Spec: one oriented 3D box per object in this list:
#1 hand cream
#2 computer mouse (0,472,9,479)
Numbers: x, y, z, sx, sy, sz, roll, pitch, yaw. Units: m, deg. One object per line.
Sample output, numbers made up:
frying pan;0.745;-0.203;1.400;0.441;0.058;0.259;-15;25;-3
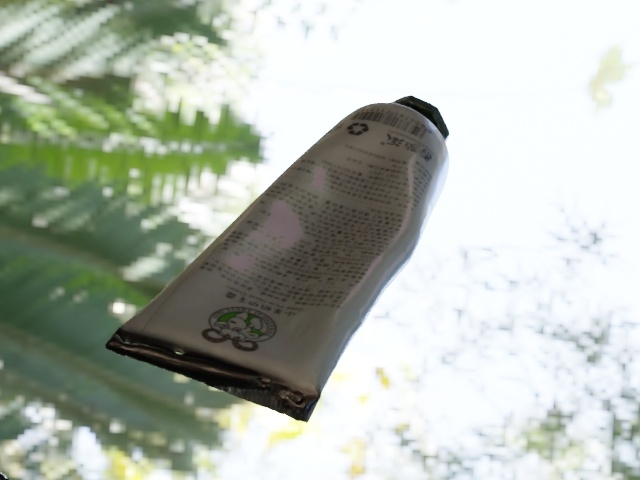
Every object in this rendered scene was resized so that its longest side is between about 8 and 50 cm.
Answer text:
hand cream;0.000;0.000;1.177;0.121;0.336;0.076;16;-57;16
computer mouse;-0.344;0.357;1.902;0.147;0.088;0.264;-37;-117;40
